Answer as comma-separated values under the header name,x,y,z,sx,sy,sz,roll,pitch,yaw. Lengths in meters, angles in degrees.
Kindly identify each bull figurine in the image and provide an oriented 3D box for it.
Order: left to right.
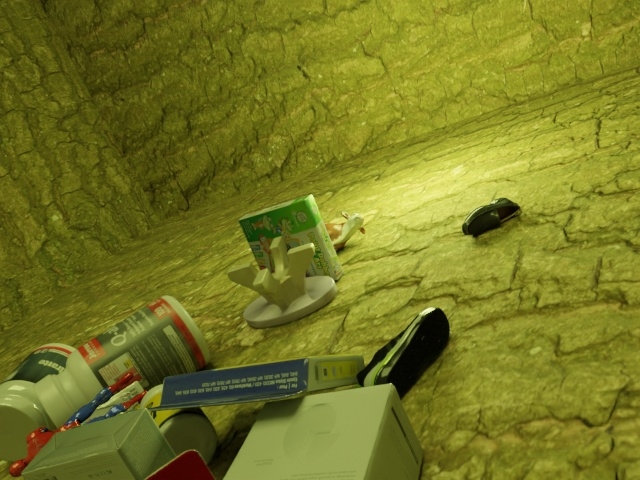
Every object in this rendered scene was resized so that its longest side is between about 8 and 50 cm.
name,x,y,z,sx,sy,sz,roll,pitch,yaw
bull figurine,0.000,0.000,1.786,0.310,0.101,0.188,-14,22,30

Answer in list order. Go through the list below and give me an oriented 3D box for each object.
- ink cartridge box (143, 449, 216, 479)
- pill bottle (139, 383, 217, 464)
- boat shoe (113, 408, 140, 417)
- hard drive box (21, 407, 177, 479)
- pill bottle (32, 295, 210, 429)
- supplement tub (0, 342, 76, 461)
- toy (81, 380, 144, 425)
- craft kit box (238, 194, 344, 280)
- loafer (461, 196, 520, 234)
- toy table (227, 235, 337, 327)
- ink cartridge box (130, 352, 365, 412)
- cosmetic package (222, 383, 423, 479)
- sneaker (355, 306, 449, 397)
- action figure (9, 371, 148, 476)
name,x,y,z,sx,sy,sz,roll,pitch,yaw
ink cartridge box,-0.143,0.395,0.479,0.272,0.309,0.130,-32,19,-21
pill bottle,-0.287,0.362,1.087,0.119,0.119,0.208,-32,18,-21
boat shoe,-0.416,0.426,1.001,0.319,0.116,0.099,-48,3,13
hard drive box,-0.297,0.388,0.837,0.181,0.232,0.089,-18,18,17
pill bottle,-0.467,0.309,1.330,0.363,0.210,0.210,-33,19,-26
supplement tub,-0.725,0.407,1.423,0.191,0.191,0.272,-22,18,10
toy,-0.457,0.428,1.182,0.237,0.137,0.056,-34,-20,-22
craft kit box,-0.087,0.017,1.606,0.247,0.250,0.061,-16,15,30
loafer,0.444,-0.062,1.445,0.170,0.062,0.061,-32,23,-17
toy table,-0.111,0.113,1.489,0.274,0.161,0.252,-23,22,7
ink cartridge box,-0.116,0.251,0.991,0.303,0.072,0.307,-13,-17,24
cosmetic package,0.000,0.333,0.755,0.224,0.138,0.224,-16,18,26
sneaker,0.147,0.201,1.033,0.235,0.084,0.097,-37,20,-34
action figure,-0.489,0.386,1.102,0.139,0.091,0.280,-49,-11,34
